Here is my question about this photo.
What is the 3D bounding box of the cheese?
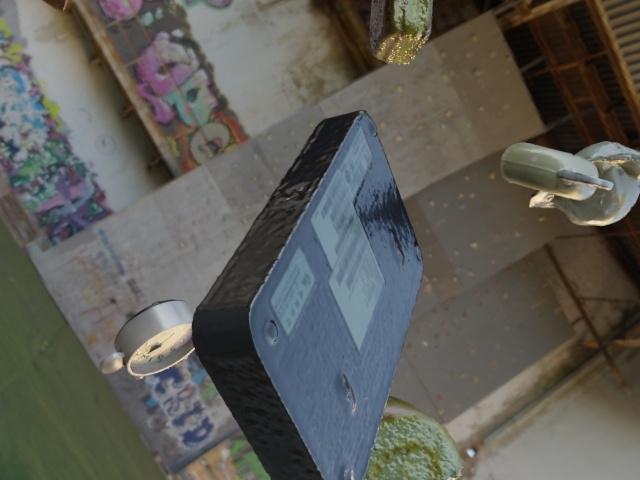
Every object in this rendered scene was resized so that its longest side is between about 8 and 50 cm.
[{"bbox_3d":[0.341,-0.093,1.070,0.227,0.137,0.064,-123,-134,-76],"label":"cheese"}]

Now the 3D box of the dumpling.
[{"bbox_3d":[0.437,-0.088,1.269,0.247,0.172,0.142,114,-29,-72],"label":"dumpling"}]

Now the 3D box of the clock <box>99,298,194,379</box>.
[{"bbox_3d":[-0.287,0.172,1.344,0.063,0.229,0.156,55,-31,25],"label":"clock"}]

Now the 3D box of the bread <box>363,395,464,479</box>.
[{"bbox_3d":[0.113,0.545,1.770,0.264,0.395,0.239,56,-10,18],"label":"bread"}]

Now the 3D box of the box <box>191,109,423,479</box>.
[{"bbox_3d":[0.015,0.044,0.681,0.058,0.350,0.211,-11,-59,26],"label":"box"}]

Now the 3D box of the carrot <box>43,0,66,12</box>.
[{"bbox_3d":[-0.596,-0.523,1.473,0.224,0.057,0.057,26,-9,-14],"label":"carrot"}]

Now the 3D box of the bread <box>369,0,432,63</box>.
[{"bbox_3d":[0.156,-0.488,1.495,0.184,0.110,0.234,144,-50,-80],"label":"bread"}]
